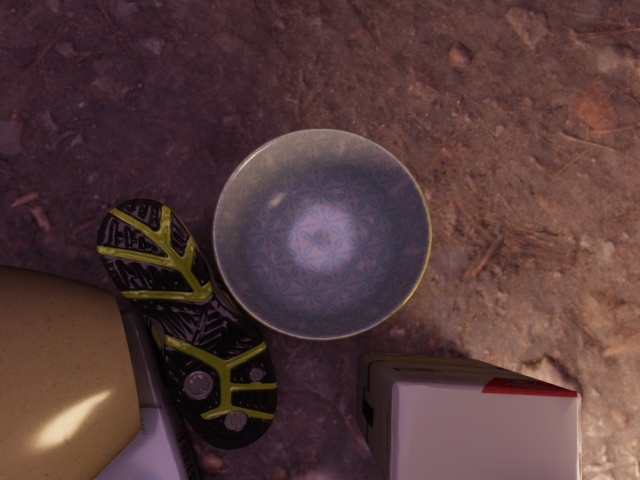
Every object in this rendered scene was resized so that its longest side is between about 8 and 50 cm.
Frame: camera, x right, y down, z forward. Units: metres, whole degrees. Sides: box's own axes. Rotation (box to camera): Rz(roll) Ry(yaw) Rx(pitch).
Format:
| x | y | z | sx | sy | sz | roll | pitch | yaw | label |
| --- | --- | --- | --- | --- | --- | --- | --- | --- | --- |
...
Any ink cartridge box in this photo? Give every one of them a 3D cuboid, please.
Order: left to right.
| x | y | z | sx | sy | sz | roll | pitch | yaw | label |
| --- | --- | --- | --- | --- | --- | --- | --- | --- | --- |
| -0.385 | 0.308 | 0.648 | 0.385 | 0.091 | 0.308 | -20 | 81 | -7 | ink cartridge box |
| 0.160 | 0.218 | 0.600 | 0.197 | 0.273 | 0.114 | 4 | 83 | -2 | ink cartridge box |

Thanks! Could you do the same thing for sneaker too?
| x | y | z | sx | sy | sz | roll | pitch | yaw | label |
| --- | --- | --- | --- | --- | --- | --- | --- | --- | --- |
| -0.171 | 0.115 | 0.677 | 0.145 | 0.147 | 0.385 | -23 | 100 | -9 | sneaker |

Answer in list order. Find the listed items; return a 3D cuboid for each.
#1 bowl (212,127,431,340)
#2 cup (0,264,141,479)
| x | y | z | sx | sy | sz | roll | pitch | yaw | label |
| --- | --- | --- | --- | --- | --- | --- | --- | --- | --- |
| 0.000 | 0.000 | 0.688 | 0.289 | 0.156 | 0.289 | 0 | 79 | -2 | bowl |
| -0.333 | 0.160 | 0.503 | 0.237 | 0.331 | 0.331 | -11 | 80 | -27 | cup |
